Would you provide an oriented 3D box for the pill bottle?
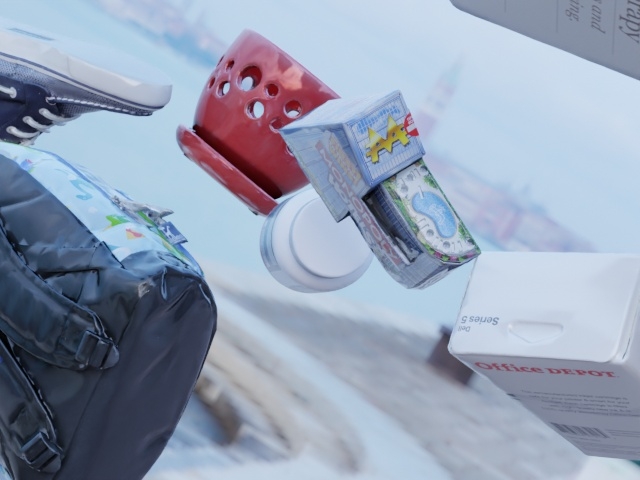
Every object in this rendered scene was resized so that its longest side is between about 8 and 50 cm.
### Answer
[{"bbox_3d":[0.000,0.000,1.786,0.108,0.108,0.180,30,-6,-7],"label":"pill bottle"}]

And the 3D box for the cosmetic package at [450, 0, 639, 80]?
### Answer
[{"bbox_3d":[0.334,-0.320,1.300,0.394,0.327,0.329,25,-27,21],"label":"cosmetic package"}]

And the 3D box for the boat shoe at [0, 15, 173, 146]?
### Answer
[{"bbox_3d":[-0.335,-0.167,2.123,0.340,0.158,0.127,20,15,27],"label":"boat shoe"}]

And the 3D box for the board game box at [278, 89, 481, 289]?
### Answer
[{"bbox_3d":[0.051,-0.049,1.482,0.194,0.060,0.194,57,-13,4],"label":"board game box"}]

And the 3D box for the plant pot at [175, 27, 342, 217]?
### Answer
[{"bbox_3d":[-0.070,-0.137,2.126,0.191,0.174,0.191,41,1,-1],"label":"plant pot"}]

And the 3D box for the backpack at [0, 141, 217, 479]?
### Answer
[{"bbox_3d":[-0.262,0.057,1.694,0.355,0.290,0.273,34,20,28],"label":"backpack"}]

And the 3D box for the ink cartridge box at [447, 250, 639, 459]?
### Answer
[{"bbox_3d":[0.284,0.117,1.691,0.198,0.114,0.273,0,-26,41],"label":"ink cartridge box"}]
